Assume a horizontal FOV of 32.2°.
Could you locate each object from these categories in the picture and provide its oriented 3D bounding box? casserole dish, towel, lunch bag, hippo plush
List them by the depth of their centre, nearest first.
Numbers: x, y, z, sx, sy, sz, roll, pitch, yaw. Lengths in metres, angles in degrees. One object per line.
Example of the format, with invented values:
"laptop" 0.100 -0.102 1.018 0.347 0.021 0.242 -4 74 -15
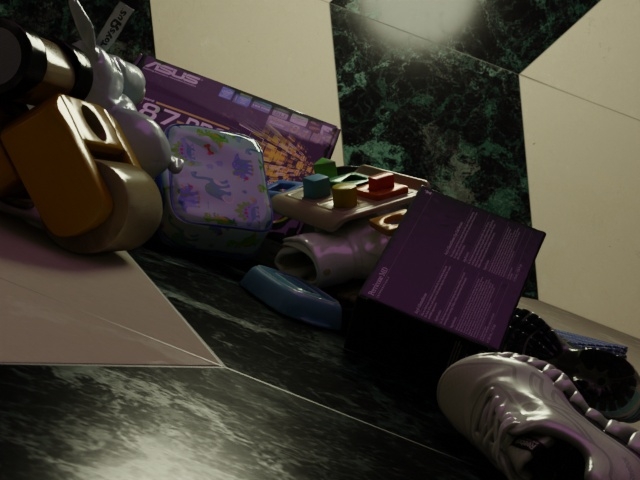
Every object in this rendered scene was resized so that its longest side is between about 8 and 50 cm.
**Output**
"casserole dish" -0.038 0.076 1.543 0.114 0.037 0.188 18 7 -30
"hippo plush" -0.302 -0.168 1.666 0.236 0.294 0.234 49 27 16
"lunch bag" -0.173 -0.079 1.730 0.176 0.090 0.219 7 48 -23
"towel" 0.380 0.177 1.993 0.243 0.040 0.336 14 3 39

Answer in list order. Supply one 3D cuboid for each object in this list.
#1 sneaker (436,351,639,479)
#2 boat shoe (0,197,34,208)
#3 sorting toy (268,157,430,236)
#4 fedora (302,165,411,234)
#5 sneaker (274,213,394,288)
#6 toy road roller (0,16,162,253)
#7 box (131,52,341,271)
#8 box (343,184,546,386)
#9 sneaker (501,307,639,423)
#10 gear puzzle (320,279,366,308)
"sneaker" 0.196 0.180 1.031 0.118 0.110 0.292 7 12 -35
"boat shoe" -0.440 -0.112 1.552 0.064 0.060 0.178 10 24 -47
"sorting toy" 0.043 -0.079 1.713 0.196 0.047 0.348 -22 25 -32
"fedora" 0.060 -0.006 2.027 0.275 0.243 0.124 18 33 15
"sneaker" 0.000 0.000 1.716 0.169 0.108 0.292 -10 14 -17
"toy road roller" -0.378 -0.101 1.398 0.329 0.241 0.202 59 10 5
"box" -0.192 -0.138 1.911 0.395 0.097 0.318 21 44 0
"box" 0.164 0.061 1.434 0.184 0.103 0.261 24 41 9
"sneaker" 0.356 0.198 1.642 0.283 0.110 0.122 29 -9 44
"gear puzzle" 0.115 0.080 1.635 0.175 0.044 0.339 -16 15 -27
